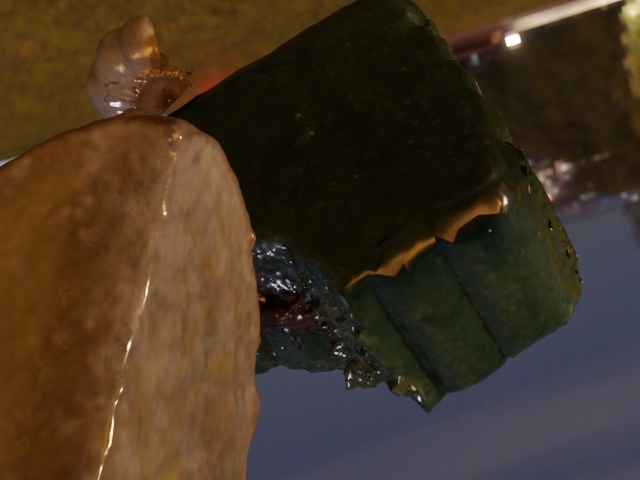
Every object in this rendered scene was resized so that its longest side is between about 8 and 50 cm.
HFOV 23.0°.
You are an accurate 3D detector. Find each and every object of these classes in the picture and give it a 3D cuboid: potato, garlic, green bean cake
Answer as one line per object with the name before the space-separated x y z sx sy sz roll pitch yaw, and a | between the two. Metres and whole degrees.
potato | -0.146 0.078 0.860 0.189 0.264 0.211 5 164 23
garlic | -0.150 -0.133 1.268 0.074 0.113 0.094 8 -144 -18
green bean cake | 0.000 0.000 1.136 0.308 0.169 0.300 -29 -141 5
